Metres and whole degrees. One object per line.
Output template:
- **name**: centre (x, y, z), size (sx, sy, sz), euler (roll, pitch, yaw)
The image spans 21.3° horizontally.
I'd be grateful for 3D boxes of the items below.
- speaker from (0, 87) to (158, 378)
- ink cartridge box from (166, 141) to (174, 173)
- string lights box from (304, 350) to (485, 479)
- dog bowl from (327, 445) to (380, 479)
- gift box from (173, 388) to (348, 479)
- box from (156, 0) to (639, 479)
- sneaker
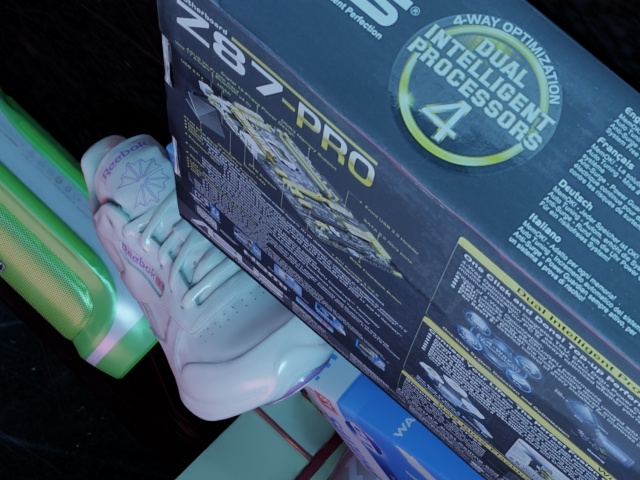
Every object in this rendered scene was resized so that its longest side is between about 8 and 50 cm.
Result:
- **speaker**: centre (-0.243, -0.020, 1.471), size (0.296, 0.131, 0.131), euler (44, 166, -2)
- **ink cartridge box**: centre (0.000, 0.000, 0.989), size (0.181, 0.061, 0.104), euler (39, 166, 15)
- **string lights box**: centre (0.115, 0.148, 1.073), size (0.260, 0.077, 0.133), euler (31, 162, 42)
- **dog bowl**: centre (0.140, 0.269, 1.308), size (0.349, 0.102, 0.349), euler (41, 166, 12)
- **gift box**: centre (-0.031, 0.293, 1.554), size (0.255, 0.258, 0.276), euler (45, 146, 3)
- **box**: centre (0.099, 0.036, 0.758), size (0.395, 0.097, 0.318), euler (41, 167, 10)
- **sneaker**: centre (-0.091, 0.017, 1.134), size (0.152, 0.114, 0.305), euler (56, 171, -29)
